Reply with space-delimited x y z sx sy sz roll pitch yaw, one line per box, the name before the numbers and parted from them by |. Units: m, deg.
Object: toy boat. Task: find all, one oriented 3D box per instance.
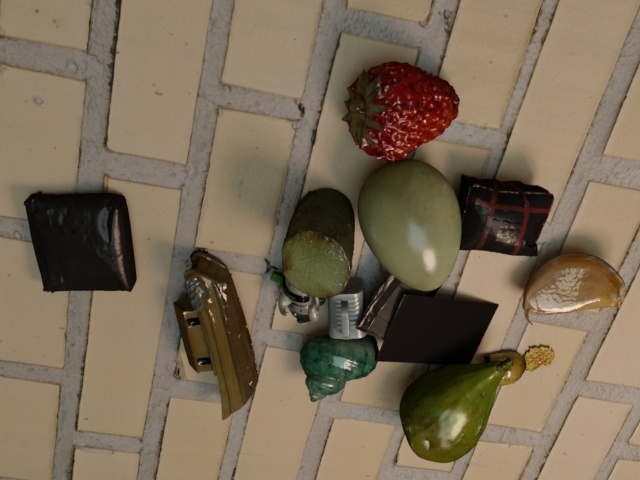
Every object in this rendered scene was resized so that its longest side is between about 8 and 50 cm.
toy boat | -0.260 0.244 1.552 0.162 0.136 0.445 -8 116 5

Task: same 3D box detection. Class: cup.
cup | 0.062 0.174 1.543 0.095 0.128 0.129 -2 112 8

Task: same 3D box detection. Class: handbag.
handbag | -0.544 0.012 1.450 0.223 0.080 0.246 -1 114 -3
handbag | 0.404 -0.057 1.449 0.216 0.155 0.169 6 107 -4

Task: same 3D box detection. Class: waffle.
waffle | 0.586 0.315 1.709 0.085 0.016 0.078 -11 115 0

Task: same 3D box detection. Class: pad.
pad | 0.202 0.142 1.544 0.174 0.022 0.233 28 98 -39
pad | 0.297 0.231 1.608 0.300 0.005 0.202 8 115 -27

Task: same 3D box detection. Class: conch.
conch | 0.040 0.313 1.601 0.196 0.134 0.202 39 105 -18

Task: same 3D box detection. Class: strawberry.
strawberry | 0.185 -0.273 1.331 0.245 0.205 0.205 -5 116 -24

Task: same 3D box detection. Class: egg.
egg | 0.200 -0.034 1.388 0.219 0.218 0.295 -20 81 5

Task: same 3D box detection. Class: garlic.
garlic | 0.600 0.117 1.541 0.245 0.164 0.145 -15 132 9

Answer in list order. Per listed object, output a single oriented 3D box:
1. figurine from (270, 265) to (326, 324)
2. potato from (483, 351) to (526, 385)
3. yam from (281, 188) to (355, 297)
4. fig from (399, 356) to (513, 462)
figurine | -0.043 0.120 1.516 0.126 0.147 0.192 -11 136 -20
potato | 0.495 0.342 1.681 0.103 0.066 0.096 -19 118 12
yam | 0.000 0.000 1.396 0.161 0.268 0.161 3 118 6
fig | 0.361 0.431 1.627 0.314 0.233 0.233 -19 115 10
